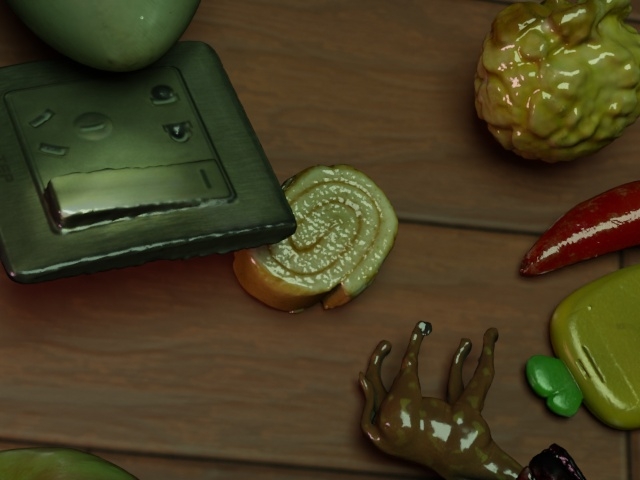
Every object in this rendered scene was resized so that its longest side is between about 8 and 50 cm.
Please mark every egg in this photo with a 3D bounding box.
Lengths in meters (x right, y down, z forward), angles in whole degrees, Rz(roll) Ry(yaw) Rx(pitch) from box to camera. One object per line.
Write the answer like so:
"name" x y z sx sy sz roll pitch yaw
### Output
"egg" -0.202 -0.281 1.732 0.218 0.218 0.295 -6 64 -17

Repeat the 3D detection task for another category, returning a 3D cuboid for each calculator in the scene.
"calculator" 0.298 0.097 1.807 0.235 0.032 0.146 -24 75 -24

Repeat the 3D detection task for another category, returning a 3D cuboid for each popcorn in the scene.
"popcorn" 0.229 -0.161 1.823 0.180 0.180 0.170 -1 73 -15

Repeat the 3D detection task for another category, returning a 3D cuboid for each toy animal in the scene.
"toy animal" 0.147 0.184 1.695 0.224 0.066 0.230 3 57 -5

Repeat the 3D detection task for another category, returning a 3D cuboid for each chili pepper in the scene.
"chili pepper" 0.309 -0.023 1.848 0.272 0.063 0.071 -15 60 -17

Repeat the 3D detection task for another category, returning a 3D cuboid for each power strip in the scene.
"power strip" -0.180 -0.060 1.712 0.257 0.092 0.251 -9 44 -19

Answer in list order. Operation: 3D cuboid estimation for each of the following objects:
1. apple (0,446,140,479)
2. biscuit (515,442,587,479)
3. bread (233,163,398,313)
"apple" -0.226 0.315 1.438 0.319 0.319 0.277 -19 108 -21
"biscuit" 0.164 0.299 1.620 0.151 0.235 0.063 47 20 7
"bread" 0.000 0.000 1.749 0.122 0.073 0.149 40 64 2
